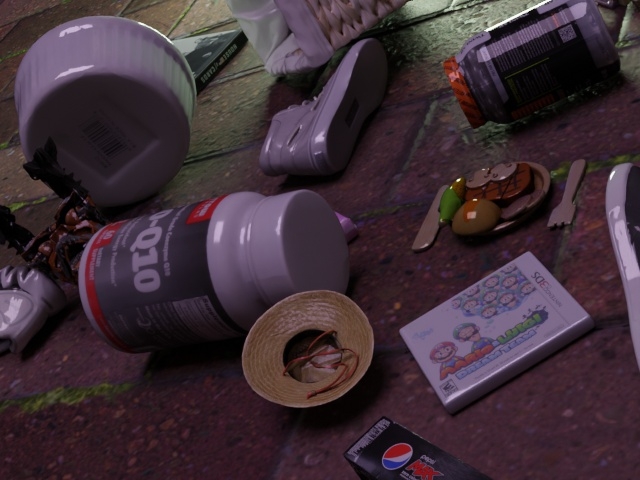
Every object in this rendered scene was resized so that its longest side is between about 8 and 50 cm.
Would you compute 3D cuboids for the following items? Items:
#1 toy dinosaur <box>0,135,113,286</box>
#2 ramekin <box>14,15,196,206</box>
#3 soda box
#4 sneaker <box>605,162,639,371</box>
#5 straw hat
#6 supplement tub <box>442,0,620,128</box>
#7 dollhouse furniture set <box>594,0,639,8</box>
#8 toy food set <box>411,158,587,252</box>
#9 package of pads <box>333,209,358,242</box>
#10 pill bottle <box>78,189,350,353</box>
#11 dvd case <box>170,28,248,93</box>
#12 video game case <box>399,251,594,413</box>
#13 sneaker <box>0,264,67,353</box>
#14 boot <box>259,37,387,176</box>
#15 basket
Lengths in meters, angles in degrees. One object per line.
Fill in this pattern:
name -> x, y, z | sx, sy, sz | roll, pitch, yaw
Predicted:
toy dinosaur -> -0.342, 0.004, 1.572 | 0.164, 0.218, 0.322 | -53, 8, -23
ramekin -> -0.322, -0.184, 1.752 | 0.277, 0.277, 0.135 | -26, 38, 10
soda box -> 0.094, 0.207, 0.960 | 0.053, 0.060, 0.169 | -43, 31, -16
sneaker -> 0.329, 0.024, 0.980 | 0.147, 0.104, 0.295 | -19, 37, 18
straw hat -> -0.004, 0.125, 1.179 | 0.144, 0.061, 0.144 | -13, 49, 15
supplement tub -> 0.251, -0.215, 1.398 | 0.190, 0.117, 0.117 | -24, 30, 12
dollhouse furniture set -> 0.348, -0.319, 1.501 | 0.114, 0.081, 0.091 | -35, 29, -6
toy food set -> 0.192, -0.051, 1.283 | 0.192, 0.038, 0.132 | -11, 35, 33
package of pads -> 0.000, 0.000, 1.396 | 0.083, 0.032, 0.050 | -39, 28, -12
pill bottle -> -0.121, 0.033, 1.327 | 0.283, 0.161, 0.161 | -12, 34, 32
dvd case -> -0.264, -0.315, 2.137 | 0.239, 0.029, 0.179 | 0, 42, 45
video game case -> 0.165, 0.085, 1.122 | 0.157, 0.019, 0.143 | -32, 29, 1
sneaker -> -0.492, 0.107, 1.640 | 0.292, 0.110, 0.118 | -7, 46, 38
boot -> 0.000, -0.187, 1.614 | 0.123, 0.095, 0.258 | -3, 41, 31
basket -> -0.025, -0.453, 1.750 | 0.266, 0.331, 0.328 | -35, 12, -9
